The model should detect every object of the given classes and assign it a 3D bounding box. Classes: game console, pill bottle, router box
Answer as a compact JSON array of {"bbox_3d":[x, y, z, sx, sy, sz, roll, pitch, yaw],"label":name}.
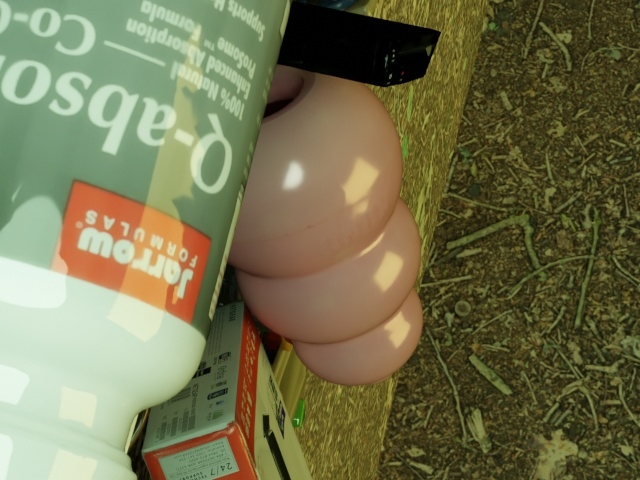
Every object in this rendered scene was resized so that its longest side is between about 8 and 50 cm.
[{"bbox_3d":[-0.061,-0.151,1.341,0.361,0.213,0.044,-25,126,-64],"label":"game console"},{"bbox_3d":[-0.146,-0.031,0.939,0.210,0.210,0.363,65,36,-73],"label":"pill bottle"},{"bbox_3d":[-0.057,0.244,1.548,0.335,0.082,0.301,-96,167,-75],"label":"router box"}]

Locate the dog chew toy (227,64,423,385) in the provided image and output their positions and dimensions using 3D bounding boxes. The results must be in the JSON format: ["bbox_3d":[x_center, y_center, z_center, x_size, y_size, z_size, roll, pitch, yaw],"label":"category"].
[{"bbox_3d":[0.000,0.000,1.626,0.206,0.206,0.332,-68,143,-48],"label":"dog chew toy"}]

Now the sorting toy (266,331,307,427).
[{"bbox_3d":[-0.051,0.168,2.164,0.196,0.047,0.348,-76,171,-45],"label":"sorting toy"}]

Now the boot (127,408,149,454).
[{"bbox_3d":[-0.184,0.166,1.359,0.106,0.082,0.219,103,9,-79],"label":"boot"}]

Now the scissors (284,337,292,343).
[{"bbox_3d":[-0.041,0.084,1.946,0.297,0.021,0.109,133,-31,-66],"label":"scissors"}]

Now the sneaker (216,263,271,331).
[{"bbox_3d":[-0.049,-0.055,1.827,0.129,0.111,0.297,-76,-179,-61],"label":"sneaker"}]

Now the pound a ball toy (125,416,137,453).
[{"bbox_3d":[-0.214,0.157,1.091,0.208,0.135,0.319,138,-30,-63],"label":"pound a ball toy"}]

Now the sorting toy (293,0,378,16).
[{"bbox_3d":[-0.006,-0.249,1.762,0.274,0.132,0.046,-68,138,-62],"label":"sorting toy"}]
